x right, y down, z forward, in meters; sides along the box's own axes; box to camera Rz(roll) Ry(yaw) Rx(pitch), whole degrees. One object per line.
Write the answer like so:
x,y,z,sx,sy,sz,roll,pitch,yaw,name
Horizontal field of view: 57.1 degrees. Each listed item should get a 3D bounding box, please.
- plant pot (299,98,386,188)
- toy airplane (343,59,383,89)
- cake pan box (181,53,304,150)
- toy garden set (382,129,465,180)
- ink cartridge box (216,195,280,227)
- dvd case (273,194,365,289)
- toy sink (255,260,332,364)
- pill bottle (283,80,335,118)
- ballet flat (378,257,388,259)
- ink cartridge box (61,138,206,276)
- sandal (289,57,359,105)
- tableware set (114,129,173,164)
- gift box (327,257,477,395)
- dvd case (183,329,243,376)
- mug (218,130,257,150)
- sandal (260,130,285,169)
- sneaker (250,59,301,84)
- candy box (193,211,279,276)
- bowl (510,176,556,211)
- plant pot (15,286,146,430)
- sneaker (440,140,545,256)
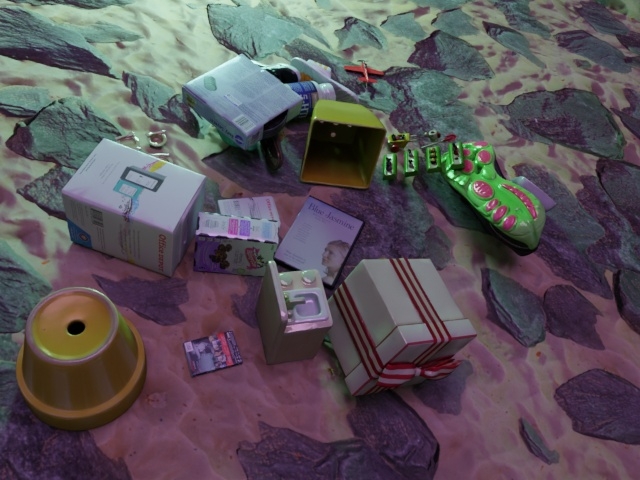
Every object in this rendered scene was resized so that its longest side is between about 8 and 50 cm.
0.054,-0.301,1.738,0.212,0.212,0.187,5,41,-11,plant pot
0.156,-0.590,2.070,0.151,0.028,0.151,8,53,-11,toy airplane
-0.217,-0.402,1.689,0.267,0.070,0.246,38,57,13,cake pan box
0.310,-0.282,1.805,0.244,0.049,0.203,-8,42,15,toy garden set
-0.193,-0.055,1.571,0.151,0.063,0.109,-6,57,-19,ink cartridge box
0.000,0.000,1.608,0.180,0.022,0.253,25,52,4,dvd case
-0.059,0.161,1.344,0.131,0.234,0.152,-5,56,-18,toy sink
-0.053,-0.444,1.858,0.187,0.112,0.112,-14,60,-23,pill bottle
0.220,0.146,1.539,0.077,0.077,0.231,-3,56,-43,ballet flat
-0.444,-0.076,1.436,0.270,0.198,0.197,21,52,-1,ink cartridge box
0.018,-0.521,1.949,0.265,0.102,0.076,31,52,-2,sandal
-0.496,-0.251,1.660,0.141,0.020,0.168,-11,58,-22,tableware set
0.173,0.218,1.363,0.255,0.276,0.258,-3,51,-33,gift box
-0.249,0.260,1.360,0.120,0.013,0.087,-11,58,-23,dvd case
-0.240,-0.328,1.734,0.130,0.097,0.157,13,54,-6,mug
-0.133,-0.300,1.753,0.060,0.090,0.219,6,50,-31,sandal
-0.178,-0.506,1.875,0.217,0.079,0.121,15,52,27,sneaker
-0.210,0.014,1.453,0.196,0.165,0.070,6,54,-10,candy box
0.639,-0.130,1.808,0.142,0.142,0.053,39,92,1,bowl
-0.483,0.223,1.185,0.254,0.239,0.254,7,54,-10,plant pot
0.494,-0.128,1.753,0.185,0.202,0.482,-23,43,3,sneaker
